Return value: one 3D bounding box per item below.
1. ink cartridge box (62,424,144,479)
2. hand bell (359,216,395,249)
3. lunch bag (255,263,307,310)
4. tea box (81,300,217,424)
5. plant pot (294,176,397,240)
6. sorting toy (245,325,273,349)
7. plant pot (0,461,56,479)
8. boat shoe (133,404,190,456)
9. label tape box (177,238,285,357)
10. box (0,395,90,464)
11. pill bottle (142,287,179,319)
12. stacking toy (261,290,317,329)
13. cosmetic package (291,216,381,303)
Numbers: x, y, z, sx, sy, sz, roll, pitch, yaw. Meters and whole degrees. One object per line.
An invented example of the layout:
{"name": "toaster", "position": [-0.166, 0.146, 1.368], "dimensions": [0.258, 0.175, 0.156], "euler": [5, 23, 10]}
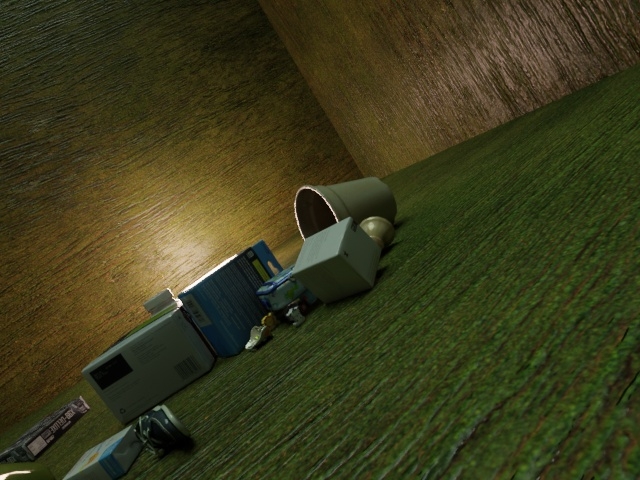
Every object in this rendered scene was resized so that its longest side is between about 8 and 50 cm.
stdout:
{"name": "ink cartridge box", "position": [-0.518, 0.526, 0.940], "dimensions": [0.181, 0.061, 0.104], "euler": [-32, 8, 6]}
{"name": "hand bell", "position": [0.158, 0.037, 1.262], "dimensions": [0.126, 0.126, 0.242], "euler": [-28, 20, 31]}
{"name": "lunch bag", "position": [-0.111, 0.146, 1.268], "dimensions": [0.176, 0.090, 0.219], "euler": [-35, 4, -18]}
{"name": "tea box", "position": [-0.536, 0.375, 1.364], "dimensions": [0.329, 0.219, 0.323], "euler": [-32, 9, 1]}
{"name": "plant pot", "position": [0.116, -0.103, 1.569], "dimensions": [0.306, 0.333, 0.334], "euler": [-24, 4, -25]}
{"name": "sorting toy", "position": [-0.187, 0.292, 1.187], "dimensions": [0.075, 0.044, 0.083], "euler": [-46, 14, -30]}
{"name": "plant pot", "position": [-0.663, 0.555, 0.765], "dimensions": [0.275, 0.274, 0.293], "euler": [-33, -8, -2]}
{"name": "boat shoe", "position": [-0.358, 0.414, 0.882], "dimensions": [0.079, 0.095, 0.255], "euler": [-36, 7, -36]}
{"name": "label tape box", "position": [-0.263, 0.184, 1.361], "dimensions": [0.115, 0.249, 0.348], "euler": [-26, 10, 40]}
{"name": "box", "position": [-1.148, 0.801, 1.644], "dimensions": [0.243, 0.076, 0.307], "euler": [-31, 8, 12]}
{"name": "pill bottle", "position": [-0.576, 0.331, 1.597], "dimensions": [0.152, 0.271, 0.152], "euler": [-31, 8, 5]}
{"name": "stacking toy", "position": [-0.062, 0.194, 1.249], "dimensions": [0.221, 0.052, 0.167], "euler": [-37, 9, -38]}
{"name": "cosmetic package", "position": [0.048, 0.060, 1.141], "dimensions": [0.184, 0.151, 0.151], "euler": [-25, 32, 39]}
